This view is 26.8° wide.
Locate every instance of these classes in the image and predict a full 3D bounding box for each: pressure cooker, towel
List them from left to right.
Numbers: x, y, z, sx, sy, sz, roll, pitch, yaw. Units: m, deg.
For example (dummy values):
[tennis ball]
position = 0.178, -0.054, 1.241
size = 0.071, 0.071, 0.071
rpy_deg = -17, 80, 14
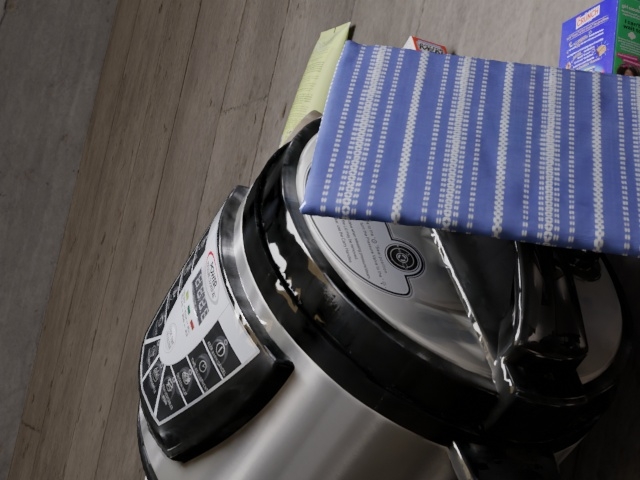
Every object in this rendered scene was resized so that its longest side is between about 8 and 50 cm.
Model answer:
[pressure cooker]
position = 0.065, 0.084, 1.197
size = 0.375, 0.370, 0.420
rpy_deg = -40, -13, -53
[towel]
position = 0.166, -0.067, 1.051
size = 0.243, 0.336, 0.040
rpy_deg = -77, -6, -52

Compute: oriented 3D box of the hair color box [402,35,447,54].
[hair color box]
position = 0.120, -0.150, 1.570
size = 0.093, 0.053, 0.167
rpy_deg = -58, 28, 36

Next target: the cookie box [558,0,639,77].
[cookie box]
position = 0.269, -0.171, 1.289
size = 0.092, 0.040, 0.107
rpy_deg = -23, 56, 62

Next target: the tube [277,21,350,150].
[tube]
position = -0.009, -0.196, 1.925
size = 0.070, 0.062, 0.240
rpy_deg = 11, 78, 23

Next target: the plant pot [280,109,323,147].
[plant pot]
position = 0.012, 0.021, 1.522
size = 0.284, 0.191, 0.284
rpy_deg = -62, -4, -8

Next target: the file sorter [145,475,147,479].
[file sorter]
position = -0.088, 0.299, 1.654
size = 0.277, 0.173, 0.193
rpy_deg = 32, 106, 65
